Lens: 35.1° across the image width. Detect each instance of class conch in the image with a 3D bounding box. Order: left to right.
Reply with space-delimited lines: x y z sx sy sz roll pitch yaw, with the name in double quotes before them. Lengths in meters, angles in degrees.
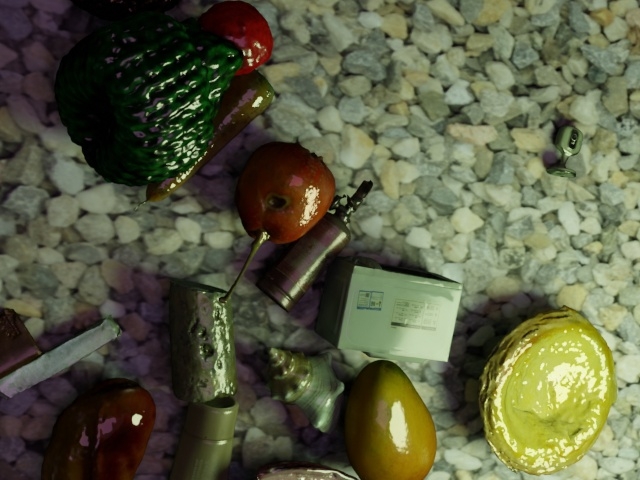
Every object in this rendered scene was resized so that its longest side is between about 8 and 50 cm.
"conch" -0.007 0.249 1.690 0.234 0.137 0.114 40 101 -14

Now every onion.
"onion" -0.040 0.478 1.729 0.247 0.111 0.250 7 102 -28

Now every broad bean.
"broad bean" -0.349 0.324 1.591 0.156 0.122 0.228 22 97 -47

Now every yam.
"yam" -0.191 0.156 1.628 0.107 0.107 0.194 -5 99 -19

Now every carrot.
"carrot" -0.191 -0.153 1.602 0.298 0.078 0.078 -47 110 -4

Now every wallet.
"wallet" -0.525 0.183 1.542 0.176 0.026 0.095 -32 85 -11

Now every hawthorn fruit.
"hawthorn fruit" -0.081 -0.020 1.600 0.165 0.165 0.285 27 78 -21

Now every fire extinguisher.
"fire extinguisher" 0.005 0.005 1.672 0.075 0.106 0.252 43 83 -15

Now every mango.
"mango" 0.112 0.326 1.716 0.254 0.139 0.175 63 36 -39

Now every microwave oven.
"microwave oven" 0.113 0.117 1.720 0.208 0.122 0.162 10 95 -20

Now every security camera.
"security camera" 0.447 -0.163 1.836 0.058 0.058 0.092 14 85 -21

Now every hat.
"hat" -0.202 -0.234 1.496 0.332 0.274 0.242 -33 106 -28

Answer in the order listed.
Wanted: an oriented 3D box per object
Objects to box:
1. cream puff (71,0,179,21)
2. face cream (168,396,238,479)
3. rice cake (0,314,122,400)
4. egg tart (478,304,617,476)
"cream puff" -0.285 -0.436 1.470 0.239 0.165 0.239 -3 98 -22
"face cream" -0.208 0.421 1.683 0.137 0.084 0.341 6 104 -30
"rice cake" -0.412 0.185 1.591 0.211 0.034 0.043 -29 98 -13
"egg tart" 0.398 0.267 1.839 0.315 0.120 0.315 -4 99 -26
